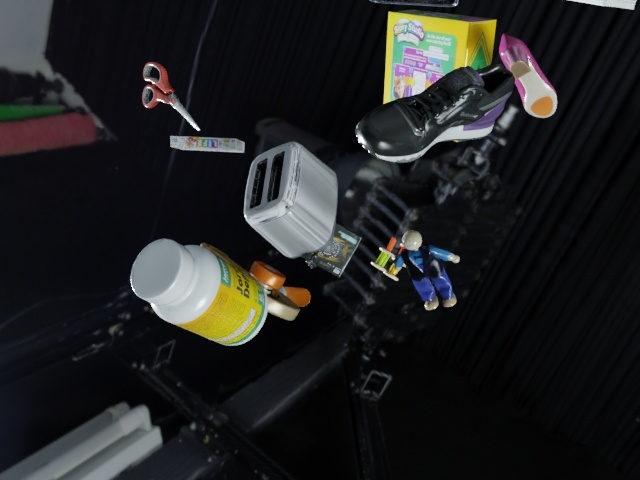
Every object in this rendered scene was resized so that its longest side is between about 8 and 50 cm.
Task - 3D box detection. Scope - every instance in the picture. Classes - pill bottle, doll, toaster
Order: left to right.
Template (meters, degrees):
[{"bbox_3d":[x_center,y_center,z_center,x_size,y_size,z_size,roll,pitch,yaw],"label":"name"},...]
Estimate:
[{"bbox_3d":[-0.175,0.076,0.862,0.117,0.117,0.208,43,-179,35],"label":"pill bottle"},{"bbox_3d":[-0.055,-0.072,1.087,0.146,0.129,0.227,39,-135,-41],"label":"toaster"},{"bbox_3d":[0.206,0.052,1.126,0.189,0.129,0.046,58,-148,-31],"label":"doll"}]

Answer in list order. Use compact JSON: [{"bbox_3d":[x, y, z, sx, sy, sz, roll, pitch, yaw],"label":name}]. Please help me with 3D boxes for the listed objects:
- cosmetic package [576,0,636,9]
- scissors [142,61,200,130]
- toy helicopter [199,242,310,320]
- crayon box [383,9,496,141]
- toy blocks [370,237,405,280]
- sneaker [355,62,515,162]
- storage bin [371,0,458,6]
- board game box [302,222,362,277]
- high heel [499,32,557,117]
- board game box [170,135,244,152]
[{"bbox_3d":[0.259,-0.336,0.678,0.060,0.099,0.239,-6,-150,-32],"label":"cosmetic package"},{"bbox_3d":[-0.335,-0.328,1.308,0.021,0.109,0.297,2,-160,-41],"label":"scissors"},{"bbox_3d":[-0.180,0.096,1.456,0.355,0.140,0.235,32,-175,39],"label":"toy helicopter"},{"bbox_3d":[0.328,-0.485,1.685,0.106,0.313,0.363,-12,-151,-26],"label":"crayon box"},{"bbox_3d":[0.229,0.033,1.751,0.123,0.148,0.054,35,175,-42],"label":"toy blocks"},{"bbox_3d":[0.179,-0.213,0.895,0.283,0.124,0.107,-22,-114,-30],"label":"sneaker"},{"bbox_3d":[0.182,-0.516,1.129,0.180,0.085,0.122,6,-175,9],"label":"storage bin"},{"bbox_3d":[0.000,0.000,1.545,0.186,0.126,0.026,29,-169,-7],"label":"board game box"},{"bbox_3d":[0.510,-0.403,1.442,0.244,0.082,0.117,29,-135,-38],"label":"high heel"},{"bbox_3d":[-0.265,-0.228,1.386,0.154,0.026,0.103,3,-175,3],"label":"board game box"}]
